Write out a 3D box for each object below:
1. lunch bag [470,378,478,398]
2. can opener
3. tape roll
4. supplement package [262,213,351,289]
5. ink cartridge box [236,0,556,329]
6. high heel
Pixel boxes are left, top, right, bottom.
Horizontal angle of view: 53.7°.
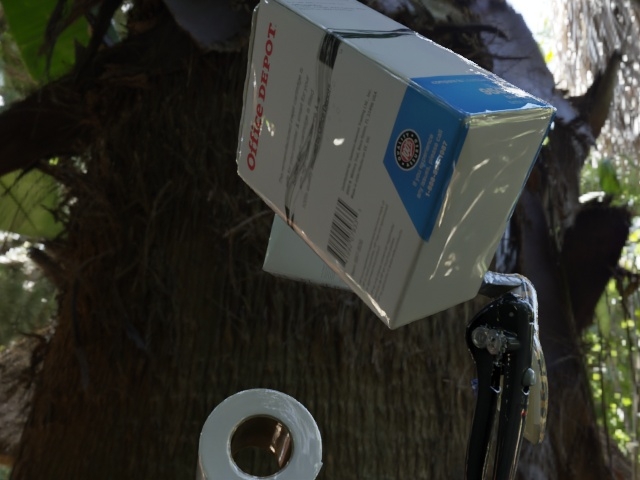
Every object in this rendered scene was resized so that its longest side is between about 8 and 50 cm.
[{"bbox_3d":[0.419,0.354,1.546,0.098,0.065,0.067,-21,-22,9],"label":"lunch bag"},{"bbox_3d":[0.155,0.137,0.537,0.073,0.186,0.059,9,-4,-35],"label":"can opener"},{"bbox_3d":[-0.131,0.452,1.299,0.246,0.246,0.169,12,-41,-5],"label":"tape roll"},{"bbox_3d":[0.000,0.000,1.397,0.203,0.194,0.149,12,-7,5],"label":"supplement package"},{"bbox_3d":[0.063,-0.127,0.843,0.166,0.395,0.285,-14,-47,-35],"label":"ink cartridge box"},{"bbox_3d":[0.306,0.163,0.932,0.093,0.261,0.186,-31,-29,34],"label":"high heel"}]
